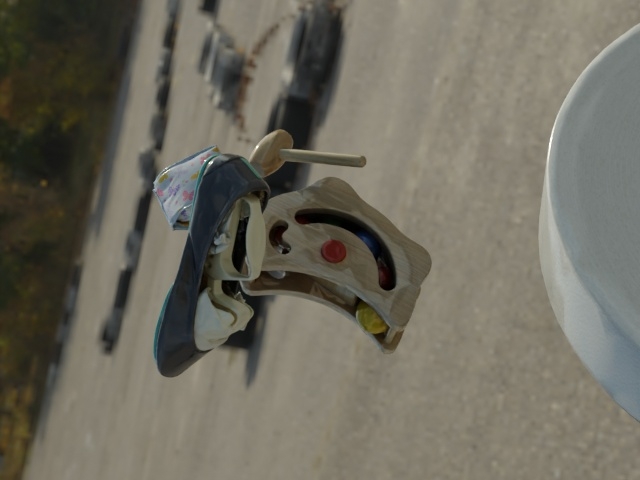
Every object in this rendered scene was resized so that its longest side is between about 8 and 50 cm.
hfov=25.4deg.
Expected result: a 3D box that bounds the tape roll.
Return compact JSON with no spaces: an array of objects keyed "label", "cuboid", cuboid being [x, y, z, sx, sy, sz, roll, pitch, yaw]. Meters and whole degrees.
[{"label":"tape roll","cuboid":[0.333,-0.012,0.887,0.072,0.392,0.392,87,-176,-50]}]

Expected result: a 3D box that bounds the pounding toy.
[{"label":"pounding toy","cuboid":[0.000,0.000,1.568,0.154,0.269,0.155,-44,-14,-25]}]

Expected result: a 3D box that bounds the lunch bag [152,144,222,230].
[{"label":"lunch bag","cuboid":[-0.131,-0.051,1.509,0.071,0.083,0.053,59,172,41]}]

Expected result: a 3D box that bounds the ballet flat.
[{"label":"ballet flat","cuboid":[-0.084,0.031,1.153,0.074,0.074,0.203,-109,33,-70]}]
